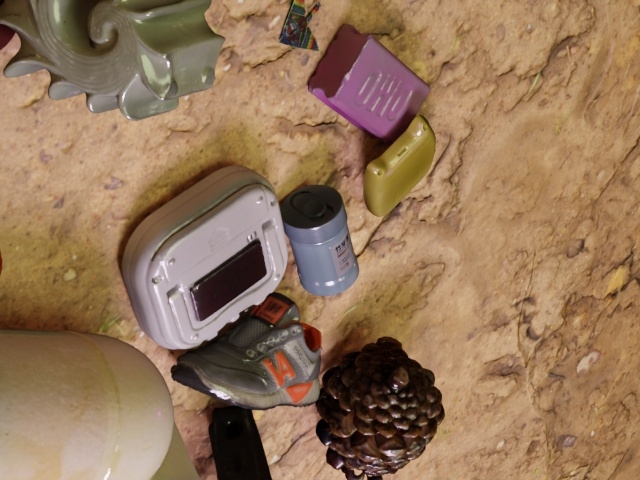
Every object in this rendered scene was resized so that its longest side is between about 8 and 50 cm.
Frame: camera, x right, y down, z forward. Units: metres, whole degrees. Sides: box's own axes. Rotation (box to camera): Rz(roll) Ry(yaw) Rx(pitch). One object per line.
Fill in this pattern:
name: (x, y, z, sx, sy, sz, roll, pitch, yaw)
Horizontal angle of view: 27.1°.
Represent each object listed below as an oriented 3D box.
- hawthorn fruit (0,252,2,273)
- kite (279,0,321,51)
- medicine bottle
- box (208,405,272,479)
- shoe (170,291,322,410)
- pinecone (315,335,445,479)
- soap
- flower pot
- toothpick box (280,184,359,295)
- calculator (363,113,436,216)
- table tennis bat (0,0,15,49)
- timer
hawthorn fruit: (-0.485, 0.034, 1.473, 0.253, 0.205, 0.205, -34, 136, -20)
kite: (-0.028, -0.311, 1.918, 0.090, 0.004, 0.122, -46, 141, -19)
medicine bottle: (-0.340, 0.234, 1.727, 0.406, 0.236, 0.235, 9, 106, -50)
box: (-0.098, 0.478, 2.098, 0.091, 0.359, 0.350, -11, 128, -3)
shoe: (-0.091, 0.164, 2.054, 0.336, 0.132, 0.171, 11, 96, -58)
pinecone: (0.097, 0.296, 2.291, 0.224, 0.224, 0.272, -34, 159, -30)
soap: (0.077, -0.235, 2.038, 0.203, 0.065, 0.122, 29, 91, -53)
flower pot: (-0.230, -0.328, 1.464, 0.164, 0.254, 0.367, -31, 134, -55)
toothpick box: (0.000, 0.000, 2.074, 0.101, 0.101, 0.153, -41, 140, -24)
calculator: (0.132, -0.112, 2.148, 0.157, 0.033, 0.236, -47, 165, -9)
table tennis bat: (-0.383, -0.283, 1.522, 0.098, 0.019, 0.154, -13, 125, -45)
timer: (-0.158, 0.028, 1.923, 0.262, 0.087, 0.237, -36, 137, -25)
